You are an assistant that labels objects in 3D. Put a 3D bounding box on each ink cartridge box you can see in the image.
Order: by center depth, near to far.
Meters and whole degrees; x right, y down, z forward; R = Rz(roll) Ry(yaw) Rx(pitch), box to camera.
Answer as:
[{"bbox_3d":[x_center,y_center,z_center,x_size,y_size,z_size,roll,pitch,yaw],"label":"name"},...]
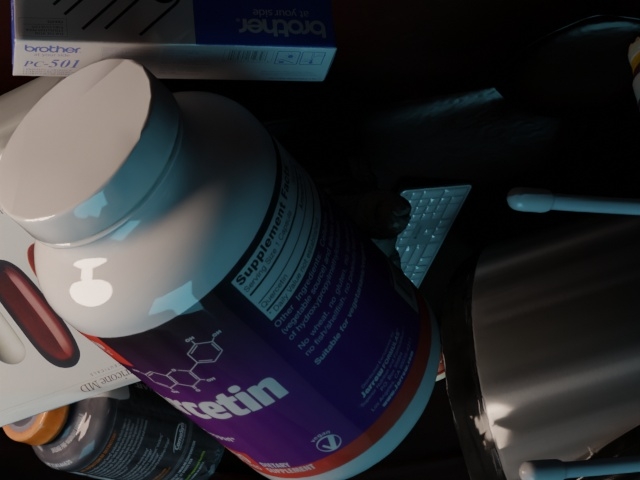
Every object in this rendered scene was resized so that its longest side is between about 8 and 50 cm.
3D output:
[{"bbox_3d":[-0.098,-0.158,0.990,0.207,0.097,0.046,-1,155,-14],"label":"ink cartridge box"}]

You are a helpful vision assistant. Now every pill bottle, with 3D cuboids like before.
[{"bbox_3d":[-0.066,0.024,1.021,0.182,0.181,0.323,-20,136,26],"label":"pill bottle"},{"bbox_3d":[-0.230,0.198,1.658,0.130,0.130,0.246,-26,149,34],"label":"pill bottle"}]

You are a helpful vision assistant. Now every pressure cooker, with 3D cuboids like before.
[{"bbox_3d":[0.361,0.117,1.380,0.421,0.375,0.370,-18,170,22],"label":"pressure cooker"}]

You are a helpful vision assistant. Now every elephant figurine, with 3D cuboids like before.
[{"bbox_3d":[0.000,0.000,1.260,0.240,0.186,0.169,-12,128,23],"label":"elephant figurine"}]

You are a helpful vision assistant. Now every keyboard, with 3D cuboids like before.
[{"bbox_3d":[0.072,0.028,1.456,0.072,0.014,0.256,0,143,-20],"label":"keyboard"}]

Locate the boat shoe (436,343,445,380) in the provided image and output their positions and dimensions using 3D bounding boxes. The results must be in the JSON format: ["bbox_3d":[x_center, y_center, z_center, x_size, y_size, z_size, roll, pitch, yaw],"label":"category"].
[{"bbox_3d":[0.087,0.149,1.739,0.137,0.049,0.043,-19,110,29],"label":"boat shoe"}]

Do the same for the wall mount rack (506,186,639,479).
[{"bbox_3d":[0.299,0.067,1.133,0.304,0.350,0.130,-3,174,9],"label":"wall mount rack"}]

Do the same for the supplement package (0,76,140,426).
[{"bbox_3d":[-0.226,0.009,1.148,0.194,0.149,0.203,-21,116,27],"label":"supplement package"}]

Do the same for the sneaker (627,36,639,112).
[{"bbox_3d":[0.321,-0.143,1.139,0.070,0.083,0.185,16,146,-39],"label":"sneaker"}]
